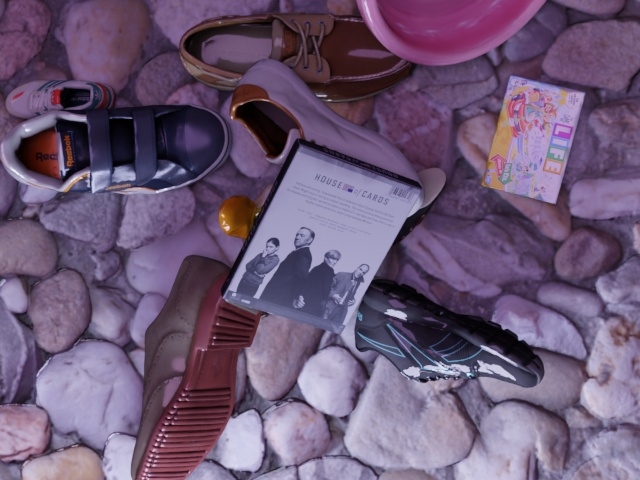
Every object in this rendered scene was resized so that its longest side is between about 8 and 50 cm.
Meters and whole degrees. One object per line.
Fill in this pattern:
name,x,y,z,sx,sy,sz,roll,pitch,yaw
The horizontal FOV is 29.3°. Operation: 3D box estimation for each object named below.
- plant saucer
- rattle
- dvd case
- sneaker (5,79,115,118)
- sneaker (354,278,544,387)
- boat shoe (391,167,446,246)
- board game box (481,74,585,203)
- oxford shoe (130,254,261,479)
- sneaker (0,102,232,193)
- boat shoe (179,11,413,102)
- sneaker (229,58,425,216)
plant saucer,0.176,-0.384,1.546,0.332,0.332,0.084,-47,49,7
rattle,-0.025,0.004,1.646,0.200,0.143,0.130,41,78,13
dvd case,0.000,0.000,1.581,0.179,0.029,0.238,19,114,-21
sneaker,-0.378,-0.204,1.735,0.161,0.075,0.057,-1,90,10
sneaker,0.168,0.144,1.641,0.267,0.101,0.106,24,104,18
boat shoe,0.121,-0.046,1.667,0.133,0.042,0.049,-46,63,7
board game box,0.285,-0.135,1.644,0.103,0.026,0.154,14,92,9
oxford shoe,-0.192,0.187,1.703,0.130,0.123,0.348,28,98,36
sneaker,-0.288,-0.123,1.696,0.321,0.127,0.126,-8,87,8
boat shoe,-0.038,-0.250,1.653,0.324,0.120,0.122,-1,90,10
sneaker,0.000,-0.105,1.589,0.290,0.123,0.106,36,131,-5
